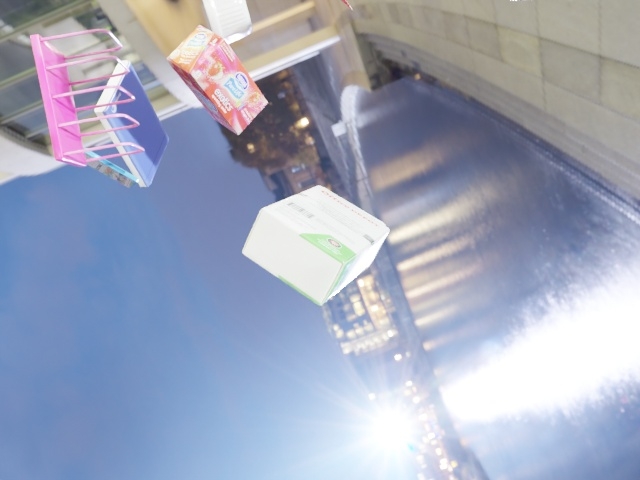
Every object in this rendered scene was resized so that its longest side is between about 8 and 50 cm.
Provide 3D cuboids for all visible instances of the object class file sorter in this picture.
[{"bbox_3d":[-0.556,-0.345,1.669,0.202,0.182,0.291,-154,53,-86],"label":"file sorter"}]

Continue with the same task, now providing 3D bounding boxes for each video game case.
[{"bbox_3d":[-0.595,-0.201,1.918,0.166,0.015,0.119,31,163,-21],"label":"video game case"}]

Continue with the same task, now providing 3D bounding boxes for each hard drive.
[{"bbox_3d":[-0.555,-0.343,2.046,0.319,0.040,0.210,73,-156,-52],"label":"hard drive"}]

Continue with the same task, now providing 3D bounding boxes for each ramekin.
[{"bbox_3d":[-0.260,-0.648,1.878,0.207,0.109,0.207,163,90,-89],"label":"ramekin"}]

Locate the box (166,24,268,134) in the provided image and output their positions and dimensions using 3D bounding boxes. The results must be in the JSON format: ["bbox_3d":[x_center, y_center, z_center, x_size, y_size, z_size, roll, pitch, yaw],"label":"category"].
[{"bbox_3d":[-0.264,-0.415,1.786,0.122,0.128,0.257,35,170,35],"label":"box"}]

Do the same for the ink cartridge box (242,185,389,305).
[{"bbox_3d":[0.000,0.000,1.502,0.211,0.122,0.289,33,-155,14],"label":"ink cartridge box"}]

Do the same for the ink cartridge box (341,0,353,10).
[{"bbox_3d":[-0.058,-0.497,1.205,0.189,0.066,0.232,38,-162,-50],"label":"ink cartridge box"}]
